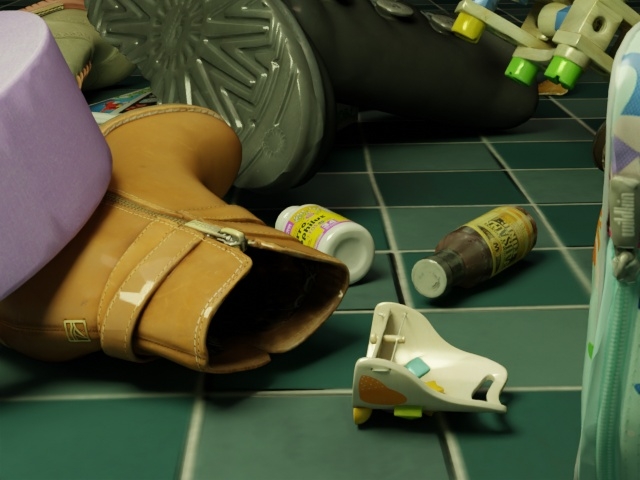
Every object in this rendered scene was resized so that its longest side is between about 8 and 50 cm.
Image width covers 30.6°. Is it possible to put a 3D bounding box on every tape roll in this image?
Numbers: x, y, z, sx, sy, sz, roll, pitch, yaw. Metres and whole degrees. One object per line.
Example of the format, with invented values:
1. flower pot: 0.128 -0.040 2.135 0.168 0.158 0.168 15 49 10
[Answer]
1. tape roll: -0.260 -0.027 0.659 0.274 0.090 0.275 -18 28 10

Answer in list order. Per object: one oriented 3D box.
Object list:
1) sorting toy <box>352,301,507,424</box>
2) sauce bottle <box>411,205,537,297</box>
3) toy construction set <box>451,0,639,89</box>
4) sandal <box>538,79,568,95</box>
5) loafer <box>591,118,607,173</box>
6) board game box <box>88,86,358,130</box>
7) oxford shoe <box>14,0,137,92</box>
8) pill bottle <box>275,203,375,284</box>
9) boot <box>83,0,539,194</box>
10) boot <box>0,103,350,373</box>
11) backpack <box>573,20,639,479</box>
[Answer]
1. sorting toy: 0.057 0.070 0.588 0.075 0.045 0.083 9 18 7
2. sauce bottle: 0.104 0.009 0.783 0.042 0.042 0.128 10 22 31
3. toy construction set: 0.306 -0.169 1.122 0.327 0.151 0.215 11 10 -31
4. sandal: 0.275 -0.206 1.475 0.079 0.088 0.240 38 37 14
5. loafer: 0.335 -0.073 0.975 0.220 0.080 0.078 -1 35 22
6. board game box: -0.101 -0.130 1.226 0.192 0.053 0.305 7 19 22
7. oxford shoe: -0.338 -0.202 1.421 0.146 0.140 0.397 41 28 18
8. pill bottle: 0.000 0.000 0.809 0.043 0.043 0.083 -9 18 -27
9. boot: 0.045 -0.151 1.120 0.445 0.146 0.367 9 32 -42
10. boot: -0.075 -0.008 0.719 0.220 0.109 0.283 8 21 32
11. backpack: 0.185 0.030 0.349 0.191 0.254 0.225 5 21 33
